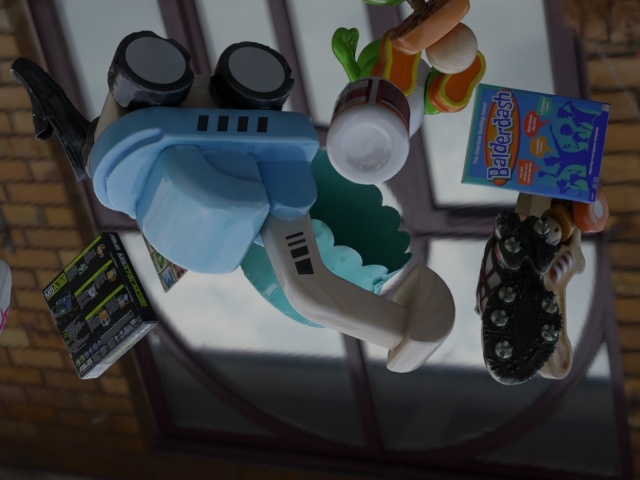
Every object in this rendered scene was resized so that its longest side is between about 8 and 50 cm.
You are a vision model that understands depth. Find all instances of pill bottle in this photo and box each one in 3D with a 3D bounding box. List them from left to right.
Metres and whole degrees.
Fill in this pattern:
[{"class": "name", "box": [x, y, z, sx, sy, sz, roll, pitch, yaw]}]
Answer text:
[{"class": "pill bottle", "box": [0.053, -0.123, 1.280, 0.086, 0.086, 0.152, -8, -158, 9]}]

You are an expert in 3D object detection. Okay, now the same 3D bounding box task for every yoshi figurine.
[{"class": "yoshi figurine", "box": [0.120, -0.261, 1.873, 0.203, 0.203, 0.362, -30, -176, -15]}]

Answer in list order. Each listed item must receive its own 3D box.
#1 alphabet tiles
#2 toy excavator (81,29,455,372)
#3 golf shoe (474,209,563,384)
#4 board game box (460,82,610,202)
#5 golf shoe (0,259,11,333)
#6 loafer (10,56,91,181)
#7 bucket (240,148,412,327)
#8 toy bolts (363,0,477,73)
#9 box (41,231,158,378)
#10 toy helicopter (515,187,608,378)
[{"class": "alphabet tiles", "box": [-0.261, -0.046, 2.199, 0.009, 0.198, 0.237, -7, -156, 27]}, {"class": "toy excavator", "box": [-0.075, -0.026, 1.592, 0.433, 0.222, 0.445, 0, -123, -27]}, {"class": "golf shoe", "box": [0.258, 0.091, 1.620, 0.105, 0.120, 0.273, 18, -129, -6]}, {"class": "board game box", "box": [0.338, -0.152, 1.900, 0.210, 0.160, 0.047, 8, 180, 1]}, {"class": "golf shoe", "box": [-0.380, 0.091, 1.341, 0.086, 0.067, 0.186, -30, -145, 40]}, {"class": "loafer", "box": [-0.411, -0.188, 1.854, 0.078, 0.223, 0.076, -39, 172, -11]}, {"class": "bucket", "box": [0.000, 0.000, 2.030, 0.183, 0.281, 0.281, -45, -169, 26]}, {"class": "toy bolts", "box": [0.161, -0.313, 1.405, 0.228, 0.158, 0.218, -40, -164, 7]}, {"class": "box", "box": [-0.379, 0.112, 2.059, 0.191, 0.184, 0.045, -41, 155, 30]}, {"class": "toy helicopter", "box": [0.396, 0.067, 2.115, 0.140, 0.355, 0.235, -4, 178, 41]}]
